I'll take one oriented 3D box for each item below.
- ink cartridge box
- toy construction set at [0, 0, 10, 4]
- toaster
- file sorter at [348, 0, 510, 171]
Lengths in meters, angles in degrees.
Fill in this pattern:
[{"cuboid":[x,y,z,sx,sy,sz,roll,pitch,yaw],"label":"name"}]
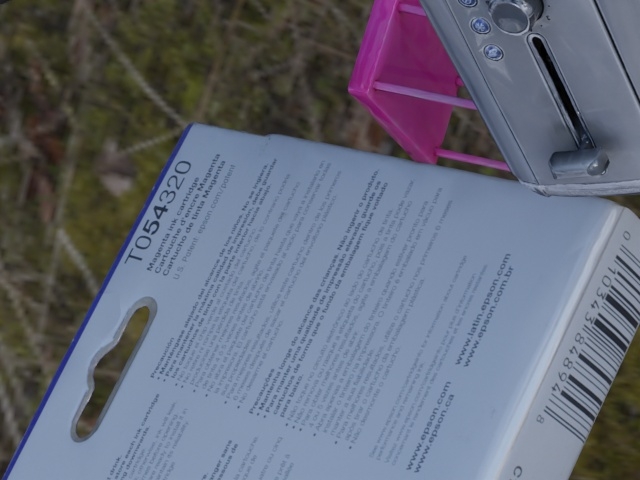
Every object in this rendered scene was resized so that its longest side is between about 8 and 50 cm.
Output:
[{"cuboid":[-0.019,0.106,0.985,0.330,0.071,0.324,14,73,47],"label":"ink cartridge box"},{"cuboid":[-0.248,-0.225,0.874,0.237,0.257,0.309,33,79,28],"label":"toy construction set"},{"cuboid":[0.138,-0.120,0.801,0.129,0.146,0.227,-3,35,35],"label":"toaster"},{"cuboid":[0.175,-0.210,1.535,0.182,0.202,0.290,13,80,22],"label":"file sorter"}]
